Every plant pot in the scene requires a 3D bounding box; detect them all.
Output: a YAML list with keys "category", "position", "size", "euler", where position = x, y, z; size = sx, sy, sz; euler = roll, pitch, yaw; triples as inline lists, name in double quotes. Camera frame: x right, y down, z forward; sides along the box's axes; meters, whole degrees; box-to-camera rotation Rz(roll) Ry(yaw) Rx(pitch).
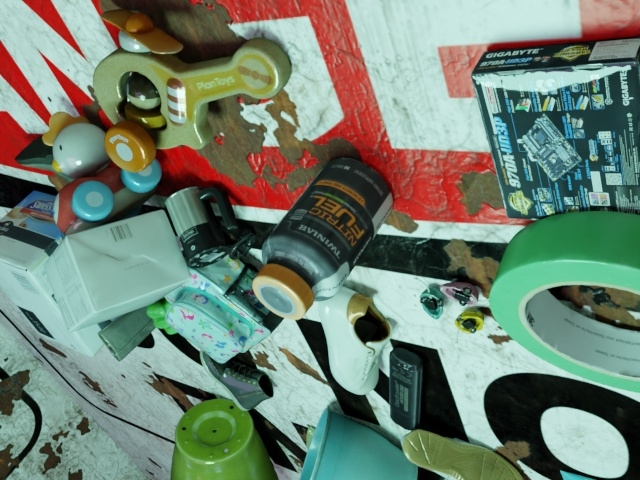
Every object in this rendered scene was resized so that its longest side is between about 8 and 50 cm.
- category: "plant pot"
  position: [0.093, 0.584, 1.606]
  size: [0.255, 0.272, 0.272]
  euler: [18, 145, -1]
- category: "plant pot"
  position: [-0.319, 0.702, 2.054]
  size: [0.366, 0.366, 0.353]
  euler: [19, 132, 24]

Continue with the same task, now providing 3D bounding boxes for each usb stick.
- category: "usb stick"
  position: [0.180, 0.318, 1.375]
  size: [0.077, 0.045, 0.278]
  euler: [26, 146, 27]

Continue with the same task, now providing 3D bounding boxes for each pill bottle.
- category: "pill bottle"
  position: [0.000, 0.000, 0.961]
  size: [0.130, 0.246, 0.130]
  euler: [23, 145, 18]

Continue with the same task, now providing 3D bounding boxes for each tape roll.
- category: "tape roll"
  position: [0.385, 0.091, 0.837]
  size: [0.321, 0.077, 0.321]
  euler: [22, 152, 12]

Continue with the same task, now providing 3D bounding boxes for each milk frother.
- category: "milk frother"
  position: [-0.209, -0.027, 1.261]
  size: [0.143, 0.129, 0.135]
  euler: [52, -167, -73]

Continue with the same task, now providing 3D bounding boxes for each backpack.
- category: "backpack"
  position: [-0.218, 0.125, 1.377]
  size: [0.253, 0.191, 0.225]
  euler: [45, 147, -4]

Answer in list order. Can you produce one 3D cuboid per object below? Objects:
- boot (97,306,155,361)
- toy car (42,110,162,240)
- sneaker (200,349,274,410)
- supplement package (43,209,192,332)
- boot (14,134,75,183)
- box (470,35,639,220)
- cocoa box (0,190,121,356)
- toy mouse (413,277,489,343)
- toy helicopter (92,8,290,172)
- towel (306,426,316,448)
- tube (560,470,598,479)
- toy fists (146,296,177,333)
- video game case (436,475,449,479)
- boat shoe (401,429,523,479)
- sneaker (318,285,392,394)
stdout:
- category: "boot"
  position: [-0.442, 0.230, 1.669]
  size: [0.076, 0.208, 0.190]
  euler: [-1, 132, 43]
- category: "toy car"
  position: [-0.462, -0.138, 1.265]
  size: [0.238, 0.210, 0.219]
  euler: [52, 148, -2]
- category: "sneaker"
  position: [-0.221, 0.352, 1.761]
  size: [0.118, 0.083, 0.222]
  euler: [-32, 102, 35]
- category: "supplement package"
  position: [-0.392, 0.060, 1.243]
  size: [0.203, 0.194, 0.149]
  euler: [-28, 83, 52]
- category: "boot"
  position: [-0.558, -0.147, 1.435]
  size: [0.246, 0.083, 0.161]
  euler: [6, 142, 39]
- category: "box"
  position: [0.284, -0.115, 0.745]
  size: [0.175, 0.051, 0.220]
  euler: [5, 136, 37]
- category: "cocoa box"
  position: [-0.654, 0.084, 1.662]
  size: [0.231, 0.228, 0.347]
  euler: [14, 141, 29]
- category: "toy mouse"
  position: [0.216, 0.096, 1.081]
  size: [0.143, 0.031, 0.161]
  euler: [37, 146, -2]
- category: "toy helicopter"
  position: [-0.206, -0.250, 0.983]
  size: [0.355, 0.140, 0.235]
  euler: [-4, 121, 31]
- category: "towel"
  position: [0.008, 0.591, 1.877]
  size: [0.110, 0.027, 0.148]
  euler: [24, 146, 19]
- category: "tube"
  position: [0.569, 0.495, 1.249]
  size: [0.207, 0.052, 0.080]
  euler: [2, 124, 49]
- category: "toy fists"
  position: [-0.363, 0.104, 1.506]
  size: [0.096, 0.142, 0.279]
  euler: [1, 133, 41]
- category: "video game case"
  position: [0.400, 0.655, 1.598]
  size: [0.248, 0.035, 0.275]
  euler: [28, 145, 12]
- category: "boat shoe"
  position: [0.308, 0.484, 1.432]
  size: [0.277, 0.098, 0.096]
  euler: [25, 171, 2]
- category: "sneaker"
  position: [0.085, 0.215, 1.274]
  size: [0.123, 0.106, 0.290]
  euler: [13, 139, 34]
